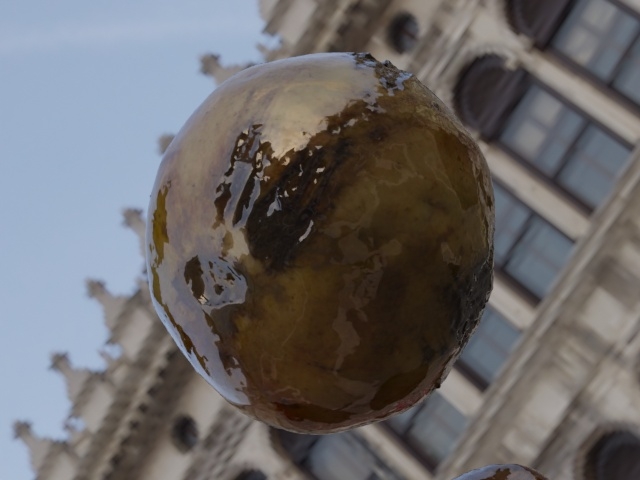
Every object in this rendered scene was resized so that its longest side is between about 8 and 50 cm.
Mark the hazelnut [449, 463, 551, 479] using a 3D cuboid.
[{"bbox_3d":[0.148,0.264,1.333,0.143,0.143,0.154,86,-157,-47],"label":"hazelnut"}]

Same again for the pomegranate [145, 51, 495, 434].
[{"bbox_3d":[0.000,0.000,1.348,0.322,0.322,0.322,-30,-38,-26],"label":"pomegranate"}]
